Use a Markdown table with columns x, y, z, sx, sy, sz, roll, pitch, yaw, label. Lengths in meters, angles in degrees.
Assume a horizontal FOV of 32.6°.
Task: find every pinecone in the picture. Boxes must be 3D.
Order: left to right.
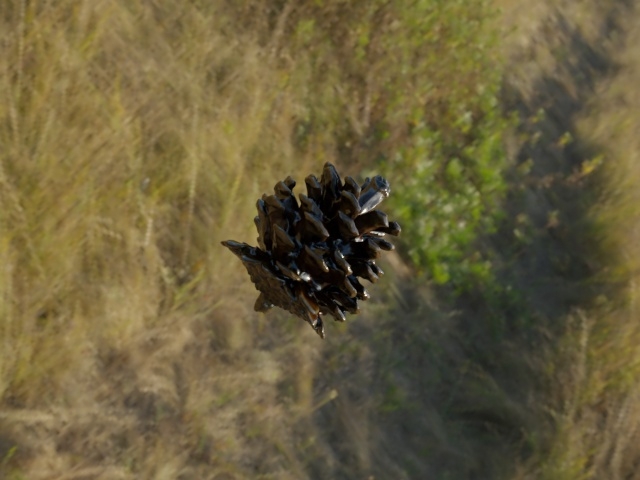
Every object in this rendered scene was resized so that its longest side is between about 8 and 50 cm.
| x | y | z | sx | sy | sz | roll | pitch | yaw | label |
| --- | --- | --- | --- | --- | --- | --- | --- | --- | --- |
| -0.001 | -0.001 | 1.316 | 0.185 | 0.168 | 0.212 | 49 | 61 | -33 | pinecone |
